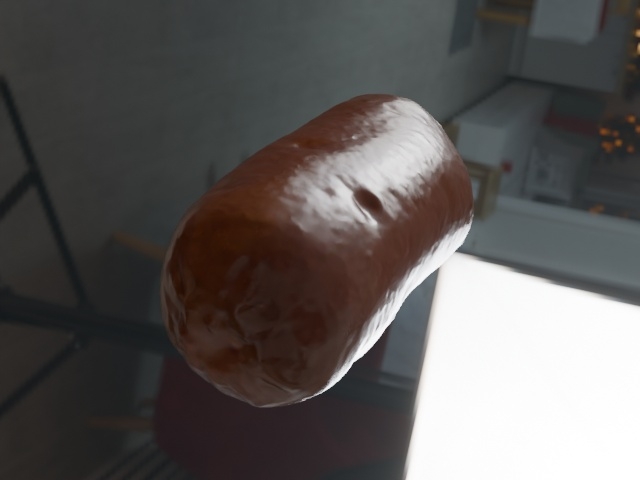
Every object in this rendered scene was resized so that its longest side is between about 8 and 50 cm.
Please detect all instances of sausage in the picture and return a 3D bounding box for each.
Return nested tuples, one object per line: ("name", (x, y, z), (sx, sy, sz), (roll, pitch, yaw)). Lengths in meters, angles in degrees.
("sausage", (0.000, 0.000, 0.692), (0.259, 0.113, 0.114), (-39, 139, -61))
